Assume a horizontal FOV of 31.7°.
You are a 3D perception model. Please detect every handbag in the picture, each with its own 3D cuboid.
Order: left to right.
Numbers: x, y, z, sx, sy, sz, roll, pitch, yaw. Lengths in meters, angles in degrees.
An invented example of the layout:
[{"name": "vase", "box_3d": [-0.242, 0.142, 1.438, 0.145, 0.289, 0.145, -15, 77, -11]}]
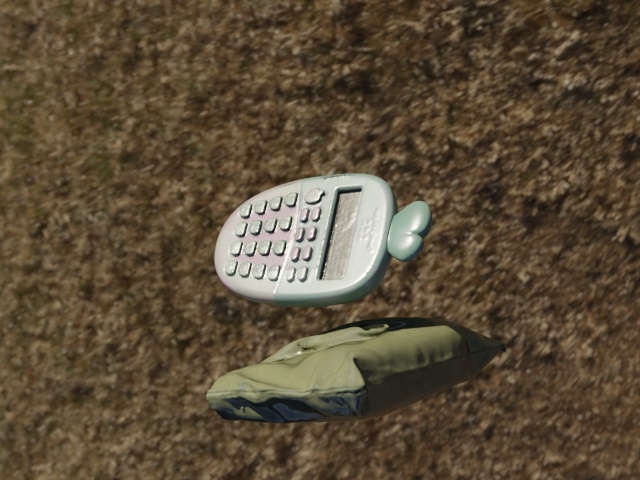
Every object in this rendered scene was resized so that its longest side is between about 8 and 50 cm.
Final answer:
[{"name": "handbag", "box_3d": [0.044, 0.156, 1.387, 0.253, 0.316, 0.109, -10, 92, 39]}]

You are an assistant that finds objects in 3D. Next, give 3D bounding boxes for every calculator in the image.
[{"name": "calculator", "box_3d": [0.000, 0.000, 1.415, 0.299, 0.185, 0.041, -4, 147, 25]}]
